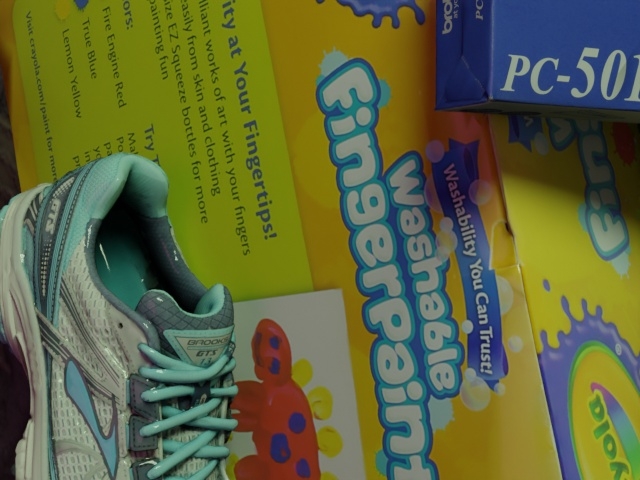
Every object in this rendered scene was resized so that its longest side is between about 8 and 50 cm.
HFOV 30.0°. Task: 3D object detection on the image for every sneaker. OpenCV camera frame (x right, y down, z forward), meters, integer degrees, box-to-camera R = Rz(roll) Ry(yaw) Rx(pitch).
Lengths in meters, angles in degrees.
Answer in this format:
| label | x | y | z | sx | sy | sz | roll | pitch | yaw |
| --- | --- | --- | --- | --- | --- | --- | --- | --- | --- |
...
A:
| label | x | y | z | sx | sy | sz | roll | pitch | yaw |
| --- | --- | --- | --- | --- | --- | --- | --- | --- | --- |
| sneaker | -0.096 | 0.083 | 0.627 | 0.122 | 0.110 | 0.283 | -32 | 72 | 34 |

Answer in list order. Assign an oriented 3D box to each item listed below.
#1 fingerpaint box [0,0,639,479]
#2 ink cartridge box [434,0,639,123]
| label | x | y | z | sx | sy | sz | roll | pitch | yaw |
| --- | --- | --- | --- | --- | --- | --- | --- | --- | --- |
| fingerpaint box | 0.000 | 0.000 | 0.718 | 0.371 | 0.163 | 0.444 | -17 | 82 | 40 |
| ink cartridge box | 0.151 | -0.104 | 0.559 | 0.046 | 0.207 | 0.097 | 2 | 91 | 62 |
